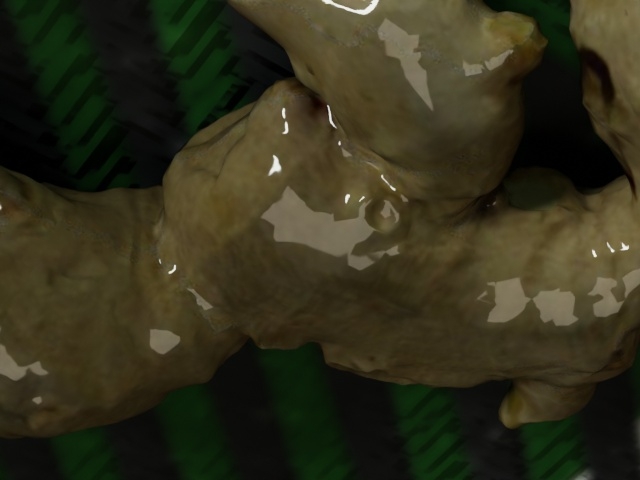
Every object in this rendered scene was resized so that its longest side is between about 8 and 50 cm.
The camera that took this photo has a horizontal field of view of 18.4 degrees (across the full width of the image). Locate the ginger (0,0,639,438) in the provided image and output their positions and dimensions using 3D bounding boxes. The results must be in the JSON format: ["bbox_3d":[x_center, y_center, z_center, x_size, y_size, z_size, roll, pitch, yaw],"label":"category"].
[{"bbox_3d":[0.005,-0.013,0.408,0.258,0.065,0.149,13,118,-1],"label":"ginger"}]
